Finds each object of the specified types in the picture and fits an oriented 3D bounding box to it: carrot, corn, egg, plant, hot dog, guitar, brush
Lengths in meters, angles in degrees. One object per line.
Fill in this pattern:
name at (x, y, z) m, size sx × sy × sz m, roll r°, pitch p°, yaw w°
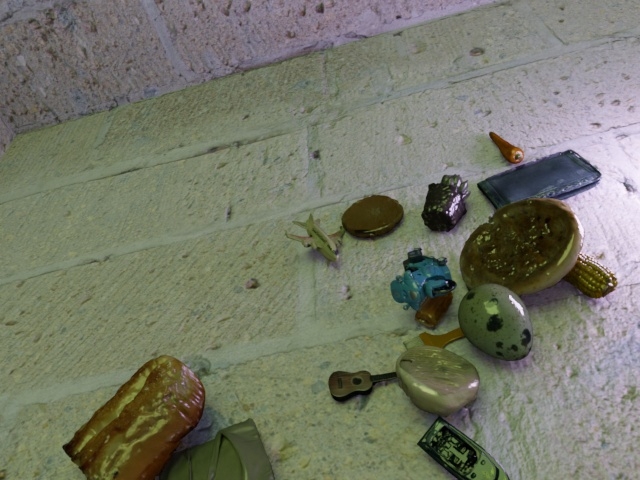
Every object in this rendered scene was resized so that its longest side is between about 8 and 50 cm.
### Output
carrot at (0.674, -0.342, 2.311) m, size 0.061 × 0.061 × 0.256 m, roll -21°, pitch 31°, yaw -1°
corn at (0.708, 0.061, 1.798) m, size 0.102 × 0.102 × 0.313 m, roll -30°, pitch 39°, yaw -11°
egg at (0.466, 0.219, 1.661) m, size 0.177 × 0.177 × 0.228 m, roll -26°, pitch 53°, yaw -7°
plant at (0.422, -0.127, 2.109) m, size 0.129 × 0.132 × 0.194 m, roll 14°, pitch 55°, yaw 30°
hot dog at (-0.481, 0.488, 1.708) m, size 0.367 × 0.196 × 0.365 m, roll 3°, pitch 51°, yaw 55°
guitar at (0.157, 0.379, 1.715) m, size 0.271 × 0.038 × 0.083 m, roll -11°, pitch 46°, yaw 3°
brush at (0.374, 0.269, 1.769) m, size 0.272 × 0.013 × 0.103 m, roll -22°, pitch 40°, yaw -3°

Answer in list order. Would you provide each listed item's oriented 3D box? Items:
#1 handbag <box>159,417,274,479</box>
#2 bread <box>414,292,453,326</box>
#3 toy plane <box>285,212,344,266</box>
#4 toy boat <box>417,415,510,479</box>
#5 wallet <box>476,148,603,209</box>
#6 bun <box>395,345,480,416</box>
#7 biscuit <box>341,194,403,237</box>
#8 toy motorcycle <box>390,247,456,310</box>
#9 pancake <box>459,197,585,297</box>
handbag at (-0.271, 0.599, 1.588) m, size 0.316 × 0.109 × 0.253 m, roll -26°, pitch 35°, yaw 3°
bread at (0.333, 0.194, 1.839) m, size 0.074 × 0.053 × 0.132 m, roll 14°, pitch 47°, yaw 34°
toy plane at (0.000, 0.000, 2.159) m, size 0.229 × 0.092 × 0.244 m, roll -6°, pitch 43°, yaw -28°
toy boat at (0.334, 0.506, 1.449) m, size 0.093 × 0.103 × 0.246 m, roll -47°, pitch 49°, yaw -12°
wallet at (0.724, -0.188, 2.097) m, size 0.342 × 0.075 × 0.237 m, roll -21°, pitch 33°, yaw 3°
bun at (0.295, 0.363, 1.594) m, size 0.210 × 0.116 × 0.237 m, roll 3°, pitch 26°, yaw -4°
biscuit at (0.184, -0.085, 2.226) m, size 0.226 × 0.042 × 0.226 m, roll -13°, pitch 39°, yaw 11°
toy motorcycle at (0.292, 0.113, 1.849) m, size 0.182 × 0.123 × 0.272 m, roll -14°, pitch 17°, yaw 5°
pancake at (0.571, 0.017, 1.834) m, size 0.382 × 0.071 × 0.382 m, roll -32°, pitch 33°, yaw 24°
